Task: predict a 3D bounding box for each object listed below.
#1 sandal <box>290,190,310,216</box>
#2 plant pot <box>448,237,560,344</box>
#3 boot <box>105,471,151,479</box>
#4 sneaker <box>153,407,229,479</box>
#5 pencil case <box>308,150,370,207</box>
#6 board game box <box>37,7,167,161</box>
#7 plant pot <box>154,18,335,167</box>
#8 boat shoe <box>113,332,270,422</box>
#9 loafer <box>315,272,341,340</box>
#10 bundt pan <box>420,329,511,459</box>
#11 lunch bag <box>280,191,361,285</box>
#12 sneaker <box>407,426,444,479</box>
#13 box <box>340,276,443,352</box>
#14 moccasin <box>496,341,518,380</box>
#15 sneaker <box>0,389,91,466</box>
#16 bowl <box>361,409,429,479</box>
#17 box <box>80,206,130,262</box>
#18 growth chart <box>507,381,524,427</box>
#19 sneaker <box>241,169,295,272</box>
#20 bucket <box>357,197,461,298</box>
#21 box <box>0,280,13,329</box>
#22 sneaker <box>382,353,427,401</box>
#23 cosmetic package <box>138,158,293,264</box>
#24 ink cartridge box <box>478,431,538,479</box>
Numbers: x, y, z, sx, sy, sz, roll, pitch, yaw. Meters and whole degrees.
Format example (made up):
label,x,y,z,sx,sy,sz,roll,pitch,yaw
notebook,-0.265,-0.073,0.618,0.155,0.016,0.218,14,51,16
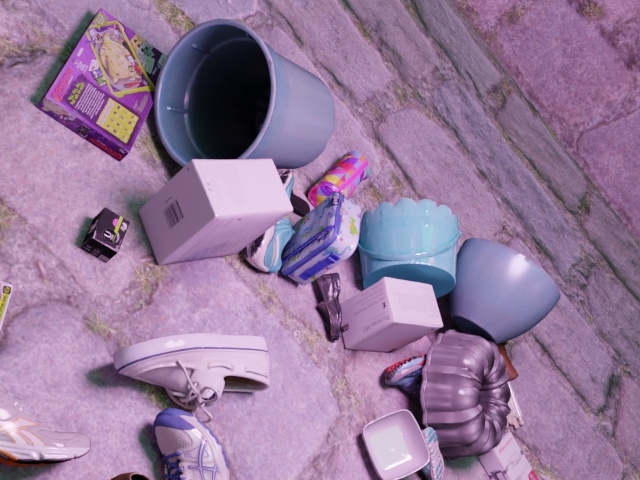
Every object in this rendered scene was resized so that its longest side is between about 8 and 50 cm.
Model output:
label,x,y,z,sx,sy,sz,roll,pitch,yaw
sandal,-0.089,-0.117,1.987,0.179,0.040,0.067,26,49,-32
plant pot,0.451,0.157,2.051,0.290,0.290,0.195,41,74,-18
boot,-0.307,0.529,1.258,0.112,0.115,0.305,11,57,-43
sneaker,-0.228,0.446,1.398,0.131,0.112,0.296,-27,84,-50
pencil case,0.057,-0.157,2.121,0.104,0.104,0.236,48,39,-9
board game box,-0.475,-0.358,1.760,0.208,0.056,0.347,38,42,-26
plant pot,-0.152,-0.312,1.842,0.334,0.341,0.341,2,62,-58
boat shoe,-0.233,0.273,1.514,0.367,0.135,0.157,11,59,-52
loafer,0.020,0.162,1.904,0.061,0.062,0.170,-2,66,-3
bundt pan,0.382,0.389,1.958,0.330,0.124,0.331,8,80,-54
lunch bag,0.000,0.000,1.855,0.090,0.219,0.176,33,45,-25
sneaker,0.249,0.521,1.871,0.065,0.076,0.167,-33,114,-55
box,0.170,0.188,1.927,0.181,0.181,0.119,11,56,-41
moccasin,0.485,0.219,2.246,0.139,0.147,0.380,37,32,-62
sneaker,-0.487,0.294,1.238,0.262,0.099,0.121,15,62,-40
bowl,0.168,0.476,1.801,0.142,0.053,0.142,-17,73,-24
box,-0.429,-0.011,1.558,0.062,0.052,0.083,33,45,-26
growth chart,0.488,0.444,2.201,0.237,0.021,0.172,16,53,-38
sneaker,-0.115,-0.047,1.877,0.110,0.107,0.275,39,52,-37
bucket,0.229,0.033,2.036,0.281,0.281,0.183,23,54,-34
box,-0.594,0.149,1.290,0.114,0.036,0.207,27,47,-31
sneaker,0.267,0.356,1.973,0.261,0.104,0.125,4,63,-44
cosmetic package,-0.223,-0.062,1.667,0.224,0.224,0.138,-10,70,-48
ink cartridge box,0.497,0.602,2.067,0.109,0.063,0.150,-24,81,-50
